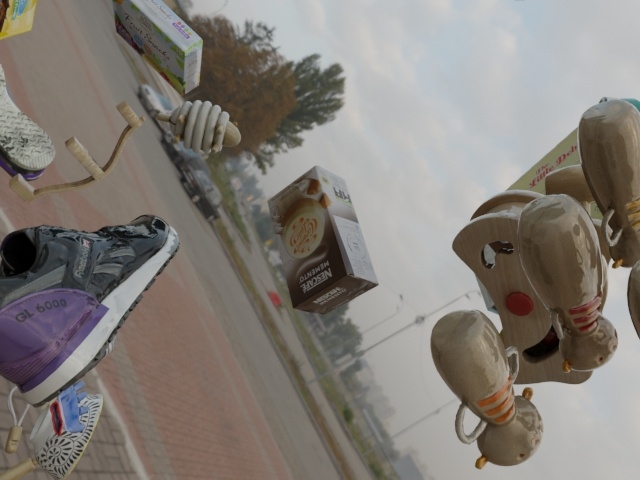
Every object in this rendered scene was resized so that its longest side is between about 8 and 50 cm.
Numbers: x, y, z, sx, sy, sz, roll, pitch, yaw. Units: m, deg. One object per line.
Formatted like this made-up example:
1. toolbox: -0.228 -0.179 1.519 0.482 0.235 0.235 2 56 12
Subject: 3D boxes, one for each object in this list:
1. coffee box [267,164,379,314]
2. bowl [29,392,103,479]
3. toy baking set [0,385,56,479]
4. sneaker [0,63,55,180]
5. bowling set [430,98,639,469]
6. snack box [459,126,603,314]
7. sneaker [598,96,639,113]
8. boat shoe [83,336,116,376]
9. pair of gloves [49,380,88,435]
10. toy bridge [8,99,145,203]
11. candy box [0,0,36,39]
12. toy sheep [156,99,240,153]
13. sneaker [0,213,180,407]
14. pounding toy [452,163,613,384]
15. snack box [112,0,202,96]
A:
1. coffee box: 0.000 0.000 1.115 0.098 0.141 0.247 21 44 -47
2. bowl: -0.485 0.352 1.073 0.080 0.170 0.170 32 7 -23
3. toy baking set: -0.707 0.443 1.303 0.197 0.256 0.030 66 -28 5
4. sneaker: -0.635 -0.234 1.109 0.293 0.102 0.146 57 -39 -2
5. bowling set: 0.222 0.043 0.359 0.199 0.287 0.154 14 -37 49
6. snack box: 0.381 -0.036 0.957 0.060 0.322 0.187 19 43 -28
7. sneaker: 0.563 -0.097 1.003 0.124 0.178 0.296 -46 138 -69
8. boat shoe: -0.347 0.117 0.659 0.076 0.228 0.080 -65 157 -49
9. pair of gloves: -0.404 0.209 0.908 0.159 0.023 0.198 149 -72 -78
10. toy bridge: -0.310 -0.108 0.763 0.026 0.188 0.063 46 -9 52
11. candy box: -0.277 -0.286 0.522 0.027 0.206 0.105 20 26 -11
12. toy sheep: -0.188 -0.176 0.895 0.132 0.091 0.091 18 3 -10
13. sneaker: -0.235 0.019 0.571 0.124 0.107 0.283 51 20 -18
14. pounding toy: 0.212 0.047 0.602 0.154 0.155 0.270 10 -59 30
15. snack box: -0.224 -0.281 0.790 0.141 0.037 0.100 44 -26 5
